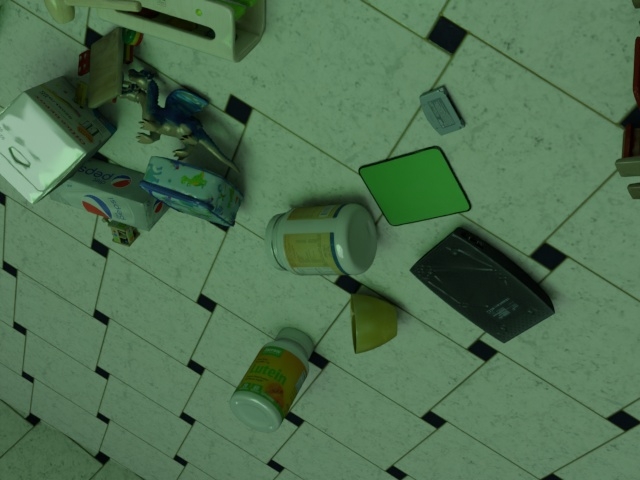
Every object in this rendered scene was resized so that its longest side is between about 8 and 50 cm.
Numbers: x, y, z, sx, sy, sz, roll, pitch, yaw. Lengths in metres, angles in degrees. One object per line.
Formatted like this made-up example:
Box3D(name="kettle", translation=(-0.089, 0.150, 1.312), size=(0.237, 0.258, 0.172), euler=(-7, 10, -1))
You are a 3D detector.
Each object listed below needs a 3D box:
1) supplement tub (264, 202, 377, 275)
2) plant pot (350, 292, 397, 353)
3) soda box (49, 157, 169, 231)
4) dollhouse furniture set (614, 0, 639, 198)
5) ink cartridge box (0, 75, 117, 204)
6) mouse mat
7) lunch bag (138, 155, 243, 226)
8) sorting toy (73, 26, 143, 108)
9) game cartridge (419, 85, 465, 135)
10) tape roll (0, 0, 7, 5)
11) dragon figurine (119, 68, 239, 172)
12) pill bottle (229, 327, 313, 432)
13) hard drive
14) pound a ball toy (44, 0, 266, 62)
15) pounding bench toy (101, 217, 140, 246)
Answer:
Box3D(name="supplement tub", translation=(0.000, 0.000, 1.508), size=(0.199, 0.144, 0.144), euler=(-2, 128, 33))
Box3D(name="plant pot", translation=(0.120, 0.182, 1.638), size=(0.095, 0.134, 0.134), euler=(-4, 133, -3))
Box3D(name="soda box", translation=(-0.506, -0.119, 1.737), size=(0.286, 0.098, 0.091), euler=(17, 136, 16))
Box3D(name="dollhouse furniture set", translation=(0.456, -0.177, 1.001), size=(0.135, 0.262, 0.259), euler=(0, 160, 34))
Box3D(name="ink cartridge box", translation=(-0.571, -0.216, 1.545), size=(0.168, 0.233, 0.171), euler=(-40, 105, 14))
Box3D(name="mouse mat", translation=(0.179, -0.099, 1.409), size=(0.189, 0.007, 0.153), euler=(-12, 122, 37))
Box3D(name="lunch bag", translation=(-0.269, -0.102, 1.545), size=(0.176, 0.090, 0.219), euler=(19, 174, 12))
Box3D(name="sorting toy", translation=(-0.415, -0.335, 1.461), size=(0.046, 0.133, 0.274), euler=(6, 172, -40))
Box3D(name="game cartridge", translation=(0.207, -0.222, 1.268), size=(0.056, 0.017, 0.083), euler=(-16, 120, 36))
Box3D(name="tape roll", translation=(-0.614, -0.543, 1.258), size=(0.100, 0.286, 0.286), euler=(22, 138, 12))
Box3D(name="dragon figurine", translation=(-0.279, -0.246, 1.479), size=(0.289, 0.144, 0.085), euler=(20, 146, -7))
Box3D(name="pill bottle", translation=(-0.111, 0.337, 1.819), size=(0.136, 0.246, 0.136), euler=(16, 136, 17))
Box3D(name="hard drive", translation=(0.322, 0.087, 1.463), size=(0.254, 0.054, 0.172), euler=(37, 138, -5))
Box3D(name="pound a ball toy", translation=(-0.281, -0.387, 1.262), size=(0.319, 0.208, 0.136), euler=(19, 137, 13))
Box3D(name="pounding bench toy", translation=(-0.508, -0.029, 1.858), size=(0.083, 0.052, 0.065), euler=(17, 137, 17))
